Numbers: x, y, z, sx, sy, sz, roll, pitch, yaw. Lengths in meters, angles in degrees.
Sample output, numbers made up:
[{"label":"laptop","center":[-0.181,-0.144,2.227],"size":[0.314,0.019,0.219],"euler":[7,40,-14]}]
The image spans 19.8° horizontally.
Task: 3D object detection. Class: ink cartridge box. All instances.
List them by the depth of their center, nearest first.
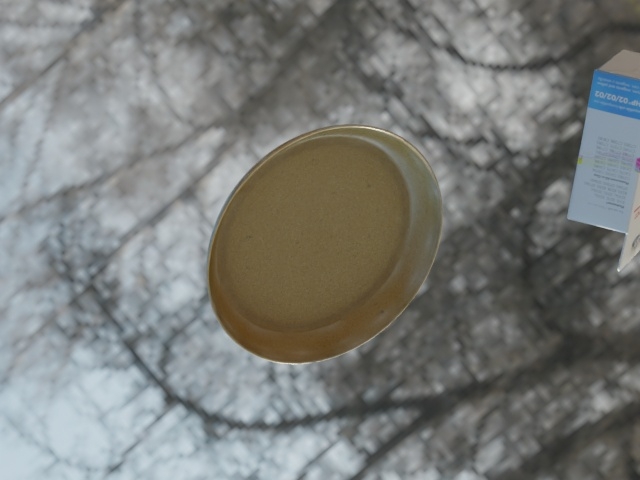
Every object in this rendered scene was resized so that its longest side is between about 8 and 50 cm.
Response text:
[{"label":"ink cartridge box","center":[0.278,-0.075,1.692],"size":[0.061,0.181,0.104],"euler":[15,-159,20]}]

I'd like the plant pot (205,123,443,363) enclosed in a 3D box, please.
[{"label":"plant pot","center":[0.000,0.000,1.635],"size":[0.236,0.236,0.032],"euler":[41,-178,-40]}]
